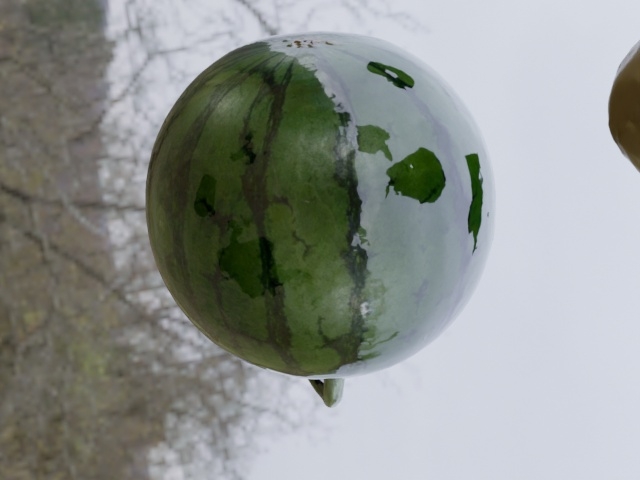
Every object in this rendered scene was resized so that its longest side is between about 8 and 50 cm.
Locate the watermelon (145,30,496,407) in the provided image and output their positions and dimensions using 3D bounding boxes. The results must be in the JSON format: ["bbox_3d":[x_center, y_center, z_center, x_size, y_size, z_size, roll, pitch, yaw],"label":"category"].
[{"bbox_3d":[0.001,-0.005,0.401,0.109,0.109,0.109,170,-90,-81],"label":"watermelon"}]

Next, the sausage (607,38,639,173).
[{"bbox_3d":[0.147,-0.059,0.218,0.301,0.066,0.066,-28,-108,60],"label":"sausage"}]
